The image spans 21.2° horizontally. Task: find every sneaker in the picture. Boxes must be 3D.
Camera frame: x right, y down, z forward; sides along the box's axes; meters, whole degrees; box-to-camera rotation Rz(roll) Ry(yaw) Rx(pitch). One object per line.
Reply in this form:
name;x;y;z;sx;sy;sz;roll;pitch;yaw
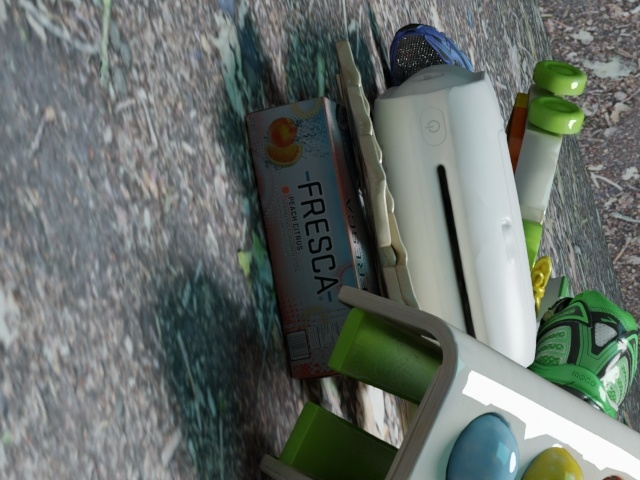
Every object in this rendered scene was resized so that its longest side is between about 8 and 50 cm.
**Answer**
sneaker;0.255;0.133;1.686;0.146;0.134;0.343;-59;178;-8
sneaker;0.114;-0.099;1.625;0.087;0.083;0.221;-47;123;-69

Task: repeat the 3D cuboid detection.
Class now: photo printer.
photo printer;0.115;-0.018;1.439;0.307;0.107;0.256;-57;137;-80

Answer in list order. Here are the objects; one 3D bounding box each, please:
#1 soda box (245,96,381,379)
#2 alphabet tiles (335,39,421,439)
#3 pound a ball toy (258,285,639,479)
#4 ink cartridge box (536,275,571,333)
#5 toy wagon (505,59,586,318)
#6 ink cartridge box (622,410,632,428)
soda box;0.000;0.000;1.143;0.063;0.058;0.183;10;70;-75
alphabet tiles;0.046;0.007;1.234;0.284;0.021;0.278;-101;-179;-50
pound a ball toy;0.102;0.184;1.082;0.319;0.136;0.208;31;82;-48
ink cartridge box;0.258;0.165;1.949;0.153;0.087;0.208;-58;135;-69
toy wagon;0.205;-0.025;1.751;0.344;0.068;0.267;-67;171;-65
ink cartridge box;0.392;0.358;1.640;0.385;0.091;0.308;68;3;-56
